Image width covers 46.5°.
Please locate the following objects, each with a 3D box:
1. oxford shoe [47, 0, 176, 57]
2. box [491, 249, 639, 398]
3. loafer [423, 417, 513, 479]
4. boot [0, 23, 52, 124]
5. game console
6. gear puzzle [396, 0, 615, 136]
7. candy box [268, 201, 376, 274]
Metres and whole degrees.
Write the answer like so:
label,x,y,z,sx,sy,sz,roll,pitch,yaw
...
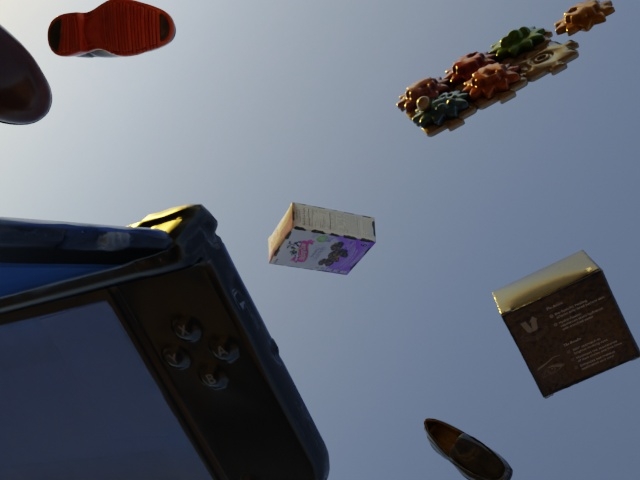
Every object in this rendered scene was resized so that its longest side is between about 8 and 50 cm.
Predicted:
label,x,y,z,sx,sy,sz,roll,pitch,yaw
oxford shoe,-0.353,-0.370,1.319,0.271,0.098,0.097,7,-81,27
box,0.366,0.124,1.118,0.156,0.158,0.093,-27,-165,11
loafer,0.227,0.336,1.182,0.170,0.061,0.062,17,-115,50
boot,-0.303,-0.177,0.605,0.096,0.264,0.280,-46,-146,-13
game console,-0.184,0.089,0.357,0.293,0.250,0.173,-13,-157,28
gear puzzle,0.273,-0.266,1.078,0.339,0.044,0.175,-28,-152,3
candy box,0.000,0.000,1.662,0.165,0.196,0.070,127,-34,-53
